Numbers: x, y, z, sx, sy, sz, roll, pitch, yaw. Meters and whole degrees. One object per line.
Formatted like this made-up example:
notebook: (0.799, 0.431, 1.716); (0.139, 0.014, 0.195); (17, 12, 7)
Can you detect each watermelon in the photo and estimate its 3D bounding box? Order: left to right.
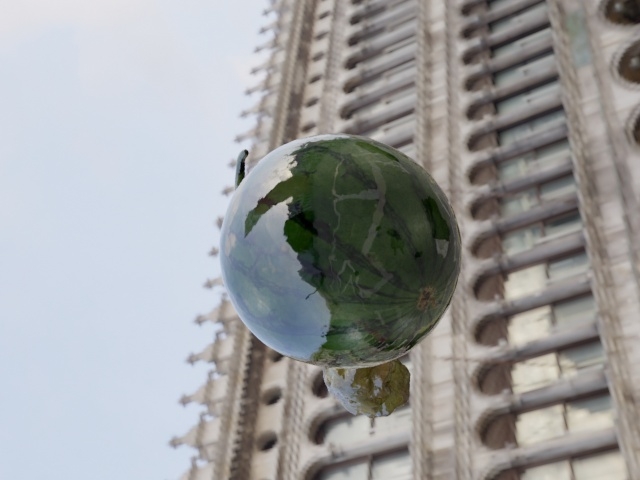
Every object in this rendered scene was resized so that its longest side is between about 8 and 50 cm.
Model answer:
watermelon: (0.004, 0.005, 0.417); (0.109, 0.109, 0.109); (46, -147, -43)

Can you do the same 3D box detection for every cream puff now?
cream puff: (0.038, 0.114, 0.870); (0.083, 0.083, 0.058); (32, -110, -6)
